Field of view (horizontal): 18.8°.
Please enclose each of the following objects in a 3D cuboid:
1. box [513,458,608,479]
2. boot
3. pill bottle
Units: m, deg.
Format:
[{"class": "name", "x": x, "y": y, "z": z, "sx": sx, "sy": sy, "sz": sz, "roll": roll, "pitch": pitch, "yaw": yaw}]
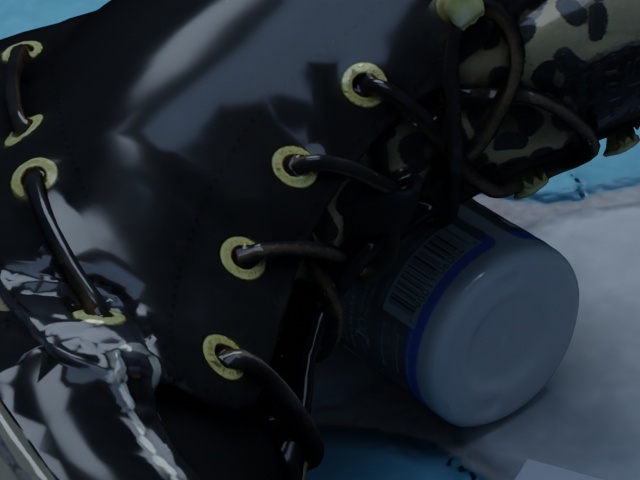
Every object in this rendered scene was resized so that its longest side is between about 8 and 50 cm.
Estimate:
[{"class": "box", "x": 0.095, "y": 0.156, "z": 0.590, "sx": 0.145, "sy": 0.038, "sz": 0.186, "roll": 13, "pitch": 40, "yaw": 25}, {"class": "boot", "x": 0.000, "y": 0.000, "z": 0.640, "sx": 0.284, "sy": 0.138, "sz": 0.377, "roll": -33, "pitch": 40, "yaw": -10}, {"class": "pill bottle", "x": 0.029, "y": 0.010, "z": 0.767, "sx": 0.078, "sy": 0.078, "sz": 0.137, "roll": -28, "pitch": 41, "yaw": -26}]
